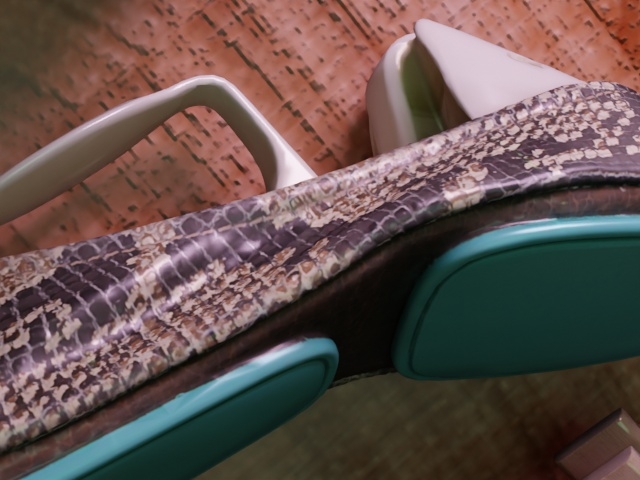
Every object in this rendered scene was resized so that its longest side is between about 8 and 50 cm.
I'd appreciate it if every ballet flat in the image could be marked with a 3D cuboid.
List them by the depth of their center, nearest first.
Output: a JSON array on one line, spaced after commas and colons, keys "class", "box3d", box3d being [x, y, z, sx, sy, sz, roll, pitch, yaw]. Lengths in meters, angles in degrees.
[{"class": "ballet flat", "box3d": [0.000, 0.000, 0.486, 0.483, 0.164, 0.182, -16, 65, -17]}]

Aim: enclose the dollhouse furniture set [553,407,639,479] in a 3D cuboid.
[{"class": "dollhouse furniture set", "box3d": [0.106, 0.238, 0.492, 0.242, 0.212, 0.161, -41, 99, 18]}]
